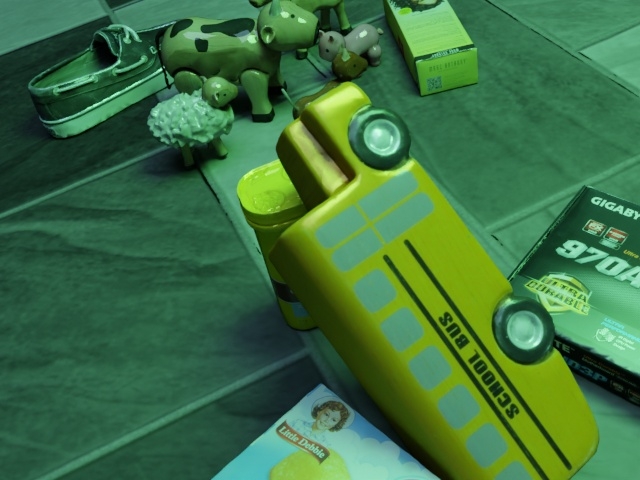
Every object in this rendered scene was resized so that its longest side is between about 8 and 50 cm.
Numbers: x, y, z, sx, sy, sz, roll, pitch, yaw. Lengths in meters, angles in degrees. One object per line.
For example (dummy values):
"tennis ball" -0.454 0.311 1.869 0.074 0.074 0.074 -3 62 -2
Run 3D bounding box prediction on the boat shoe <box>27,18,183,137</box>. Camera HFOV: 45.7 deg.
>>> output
"boat shoe" -0.303 -0.276 1.151 0.301 0.102 0.108 -37 48 -22

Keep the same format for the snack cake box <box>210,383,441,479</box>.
"snack cake box" 0.042 0.242 0.548 0.152 0.089 0.264 -39 49 -23

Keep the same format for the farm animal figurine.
"farm animal figurine" -0.074 -0.274 1.041 0.327 0.172 0.330 -10 44 4

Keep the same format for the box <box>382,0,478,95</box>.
"box" 0.153 -0.301 1.096 0.087 0.058 0.232 -14 44 0

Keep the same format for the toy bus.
"toy bus" 0.070 0.047 0.596 0.130 0.108 0.332 -36 87 -17

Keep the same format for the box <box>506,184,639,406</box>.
"box" 0.296 0.056 0.692 0.220 0.051 0.175 28 63 35

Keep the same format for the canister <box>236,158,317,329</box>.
"canister" 0.000 0.000 0.746 0.126 0.170 0.073 -21 44 -7
